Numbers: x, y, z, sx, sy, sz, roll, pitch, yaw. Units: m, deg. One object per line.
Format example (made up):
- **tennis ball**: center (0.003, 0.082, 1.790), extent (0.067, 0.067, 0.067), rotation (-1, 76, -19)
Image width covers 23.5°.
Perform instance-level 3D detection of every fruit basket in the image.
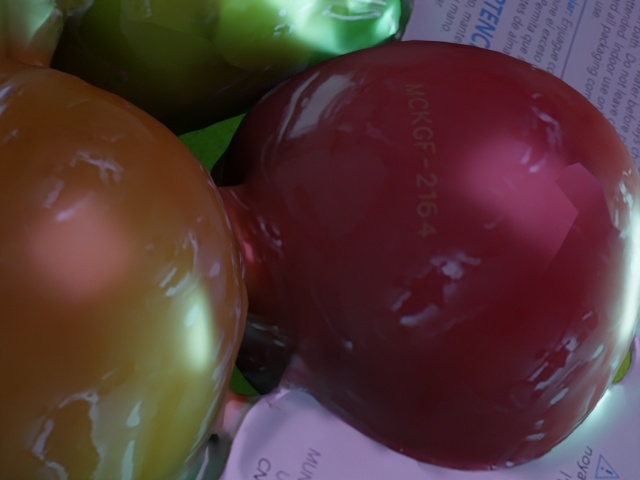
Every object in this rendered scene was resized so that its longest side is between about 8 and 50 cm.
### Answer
- **fruit basket**: center (-0.028, -0.006, 0.404), extent (0.353, 0.165, 0.327), rotation (32, 52, -13)

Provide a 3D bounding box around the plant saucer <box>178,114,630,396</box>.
- **plant saucer**: center (0.075, 0.053, 0.569), extent (0.332, 0.081, 0.333), rotation (18, 57, -36)
